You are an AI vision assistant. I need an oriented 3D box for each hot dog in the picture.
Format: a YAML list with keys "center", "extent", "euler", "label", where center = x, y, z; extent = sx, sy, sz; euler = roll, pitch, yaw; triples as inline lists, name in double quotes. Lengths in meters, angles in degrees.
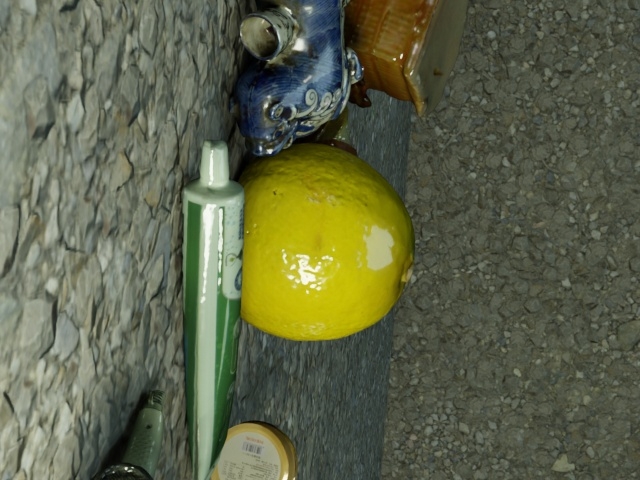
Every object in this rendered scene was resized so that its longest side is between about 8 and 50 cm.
- center: [-0.005, -0.081, 1.318]
  extent: [0.093, 0.123, 0.262]
  euler: [9, 67, -45]
  label: "hot dog"

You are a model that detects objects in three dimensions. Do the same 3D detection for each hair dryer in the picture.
- center: [-0.170, 0.264, 0.818]
  extent: [0.225, 0.088, 0.219]
  euler: [-107, -152, -79]
  label: "hair dryer"

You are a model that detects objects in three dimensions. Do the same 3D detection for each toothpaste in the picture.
- center: [-0.114, 0.082, 0.993]
  extent: [0.099, 0.061, 0.392]
  euler: [-61, 158, -64]
  label: "toothpaste"

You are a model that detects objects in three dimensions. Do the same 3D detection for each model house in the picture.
- center: [0.071, -0.304, 1.299]
  extent: [0.220, 0.229, 0.199]
  euler: [-66, 165, 0]
  label: "model house"

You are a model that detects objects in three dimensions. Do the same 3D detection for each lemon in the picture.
- center: [0.007, 0.007, 1.155]
  extent: [0.240, 0.219, 0.241]
  euler: [10, 90, -81]
  label: "lemon"

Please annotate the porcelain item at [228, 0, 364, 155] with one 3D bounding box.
- center: [-0.037, -0.245, 1.077]
  extent: [0.186, 0.138, 0.288]
  euler: [-43, 146, -47]
  label: "porcelain item"

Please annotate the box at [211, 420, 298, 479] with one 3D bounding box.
- center: [-0.080, 0.269, 1.138]
  extent: [0.037, 0.105, 0.106]
  euler: [25, 71, -70]
  label: "box"
